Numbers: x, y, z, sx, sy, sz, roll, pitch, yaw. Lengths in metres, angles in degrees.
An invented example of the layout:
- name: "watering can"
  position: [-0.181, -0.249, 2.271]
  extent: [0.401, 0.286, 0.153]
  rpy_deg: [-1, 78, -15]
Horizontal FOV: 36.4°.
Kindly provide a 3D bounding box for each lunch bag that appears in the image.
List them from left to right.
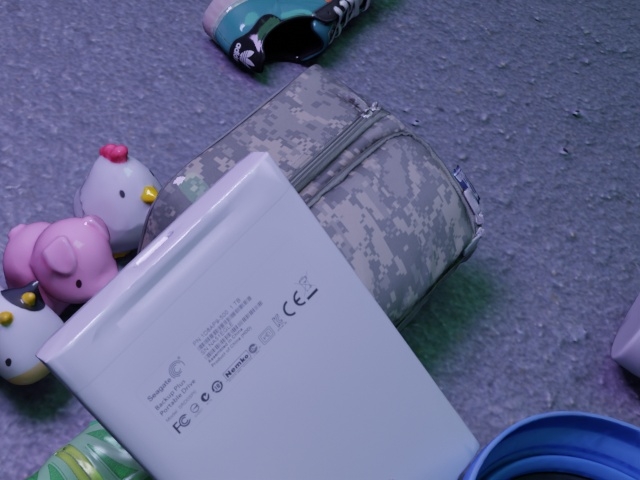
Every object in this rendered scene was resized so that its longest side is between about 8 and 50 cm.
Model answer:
- name: "lunch bag"
  position: [0.000, 0.000, 1.001]
  extent: [0.256, 0.212, 0.305]
  rpy_deg: [39, 50, 9]

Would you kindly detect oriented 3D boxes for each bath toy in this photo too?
- name: "bath toy"
  position: [-0.264, 0.026, 0.941]
  extent: [0.151, 0.129, 0.348]
  rpy_deg: [27, 47, 14]

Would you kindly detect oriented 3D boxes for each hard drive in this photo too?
- name: "hard drive"
  position: [-0.030, 0.136, 0.808]
  extent: [0.233, 0.047, 0.353]
  rpy_deg: [-46, 115, -20]

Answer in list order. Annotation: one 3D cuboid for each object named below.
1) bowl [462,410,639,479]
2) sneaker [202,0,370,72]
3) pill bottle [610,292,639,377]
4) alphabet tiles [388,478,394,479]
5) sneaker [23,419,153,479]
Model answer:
- name: "bowl"
  position: [0.278, 0.334, 0.857]
  extent: [0.391, 0.077, 0.391]
  rpy_deg: [17, 41, -15]
- name: "sneaker"
  position: [-0.004, -0.307, 1.319]
  extent: [0.302, 0.108, 0.121]
  rpy_deg: [-29, 66, -25]
- name: "pill bottle"
  position: [0.513, 0.150, 1.037]
  extent: [0.361, 0.204, 0.204]
  rpy_deg: [32, 50, 10]
- name: "alphabet tiles"
  position: [0.128, 0.339, 0.703]
  extent: [0.342, 0.285, 0.011]
  rpy_deg: [45, 41, 12]
- name: "sneaker"
  position: [-0.202, 0.223, 0.839]
  extent: [0.295, 0.109, 0.123]
  rpy_deg: [-3, 39, -23]
